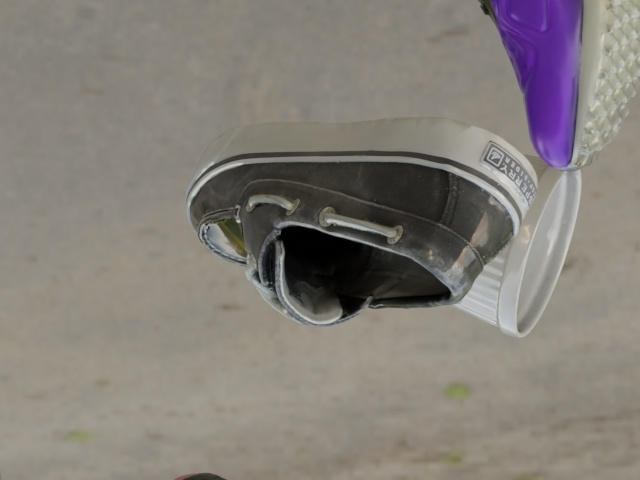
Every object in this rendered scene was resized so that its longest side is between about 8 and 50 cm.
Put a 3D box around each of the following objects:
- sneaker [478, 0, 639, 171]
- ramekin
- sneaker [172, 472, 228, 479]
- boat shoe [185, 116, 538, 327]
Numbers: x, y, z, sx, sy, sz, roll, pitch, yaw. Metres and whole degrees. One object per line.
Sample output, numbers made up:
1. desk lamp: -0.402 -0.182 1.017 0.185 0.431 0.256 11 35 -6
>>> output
1. sneaker: 0.107 -0.187 1.042 0.146 0.293 0.102 3 -165 24
2. ramekin: 0.207 -0.004 2.064 0.109 0.207 0.207 19 160 19
3. sneaker: -0.097 0.246 1.311 0.136 0.116 0.314 33 157 28
4. boat shoe: 0.000 0.000 1.071 0.108 0.102 0.301 42 156 -29
